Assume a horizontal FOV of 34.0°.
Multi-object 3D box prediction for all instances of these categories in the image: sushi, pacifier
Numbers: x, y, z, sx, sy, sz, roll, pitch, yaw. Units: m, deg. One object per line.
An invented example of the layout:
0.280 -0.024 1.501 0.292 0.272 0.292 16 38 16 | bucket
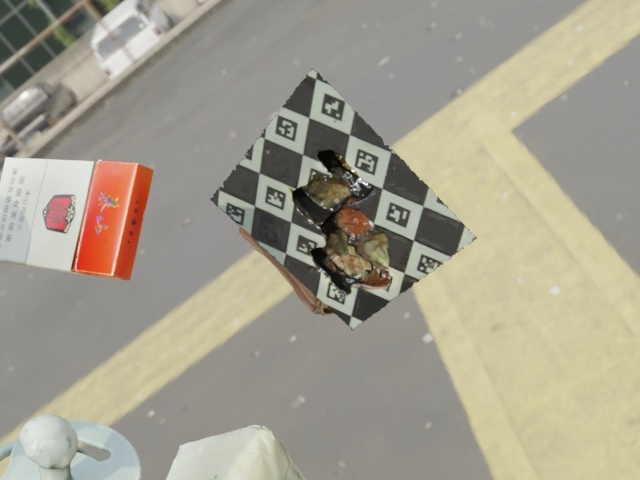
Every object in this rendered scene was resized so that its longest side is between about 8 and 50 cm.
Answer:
0.029 -0.052 1.393 0.294 0.292 0.059 -42 6 44 | sushi
-0.462 0.393 1.751 0.288 0.269 0.343 14 37 11 | pacifier

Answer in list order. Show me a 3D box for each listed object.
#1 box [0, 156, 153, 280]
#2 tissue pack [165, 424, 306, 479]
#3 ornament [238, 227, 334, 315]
-0.309 -0.030 1.263 0.245 0.035 0.139 7 82 38 | box
-0.124 0.506 1.532 0.207 0.297 0.380 -20 24 24 | tissue pack
0.000 0.000 1.824 0.221 0.218 0.235 -20 -29 -41 | ornament
